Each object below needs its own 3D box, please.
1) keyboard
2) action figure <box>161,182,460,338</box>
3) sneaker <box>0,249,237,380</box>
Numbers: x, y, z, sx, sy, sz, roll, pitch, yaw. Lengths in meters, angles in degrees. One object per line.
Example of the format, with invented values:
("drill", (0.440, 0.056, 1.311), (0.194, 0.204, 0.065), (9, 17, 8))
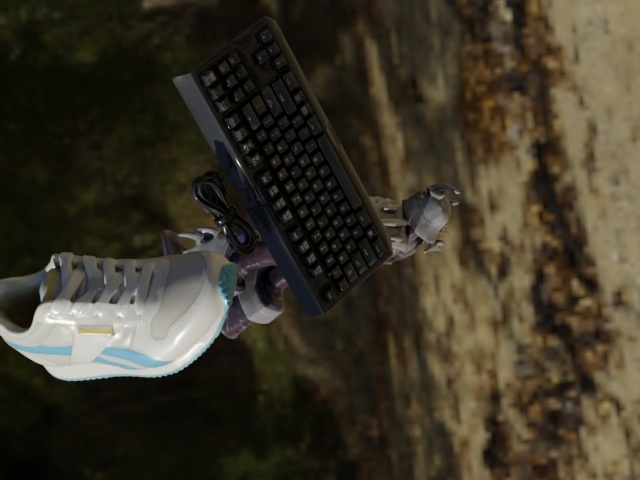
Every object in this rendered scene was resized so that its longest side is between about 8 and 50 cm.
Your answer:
("keyboard", (-0.027, -0.038, 1.059), (0.023, 0.108, 0.180), (8, 132, 59))
("action figure", (0.000, 0.000, 1.565), (0.185, 0.285, 0.099), (24, -129, -58))
("sneaker", (-0.160, 0.052, 1.295), (0.092, 0.228, 0.087), (38, -131, -38))
